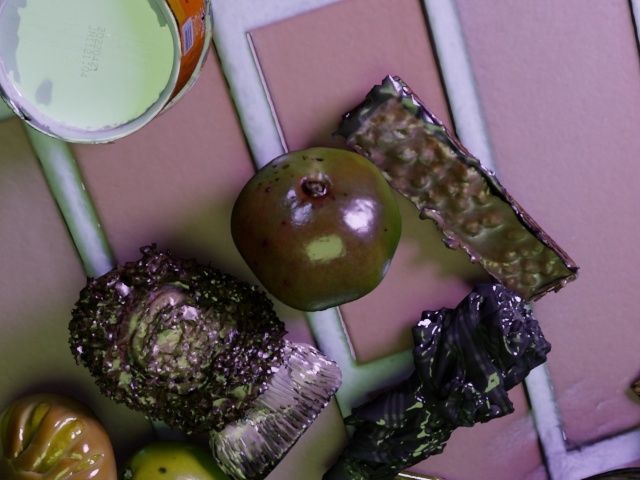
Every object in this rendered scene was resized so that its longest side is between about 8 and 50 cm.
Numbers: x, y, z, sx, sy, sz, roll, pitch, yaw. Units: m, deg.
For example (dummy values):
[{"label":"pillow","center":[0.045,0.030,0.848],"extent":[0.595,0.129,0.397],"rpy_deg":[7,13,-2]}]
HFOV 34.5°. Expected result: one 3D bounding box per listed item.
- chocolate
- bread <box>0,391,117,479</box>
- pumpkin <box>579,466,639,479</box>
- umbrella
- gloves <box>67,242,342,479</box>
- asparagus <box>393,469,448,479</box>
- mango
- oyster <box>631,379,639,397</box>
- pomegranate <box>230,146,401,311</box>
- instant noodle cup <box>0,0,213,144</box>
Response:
[{"label":"chocolate","center":[0.157,-0.054,1.151],"extent":[0.329,0.065,0.102],"rpy_deg":[42,119,-18]},{"label":"bread","center":[-0.315,0.278,1.147],"extent":[0.213,0.105,0.213],"rpy_deg":[-2,86,33]},{"label":"pumpkin","center":[0.381,0.483,1.166],"extent":[0.344,0.454,0.454],"rpy_deg":[-20,112,15]},{"label":"umbrella","center":[0.111,0.180,1.206],"extent":[0.336,0.154,0.128],"rpy_deg":[-38,143,27]},{"label":"gloves","center":[-0.135,0.131,1.142],"extent":[0.210,0.135,0.312],"rpy_deg":[-41,109,8]},{"label":"asparagus","center":[0.180,0.315,1.307],"extent":[0.248,0.025,0.024],"rpy_deg":[13,66,-11]},{"label":"mango","center":[-0.150,0.361,1.226],"extent":[0.175,0.143,0.293],"rpy_deg":[-22,119,7]},{"label":"oyster","center":[0.475,0.203,1.288],"extent":[0.105,0.056,0.177],"rpy_deg":[-43,105,1]},{"label":"pomegranate","center":[0.000,0.000,1.107],"extent":[0.180,0.180,0.209],"rpy_deg":[-17,150,0]},{"label":"instant noodle cup","center":[-0.217,-0.196,0.988],"extent":[0.230,0.182,0.230],"rpy_deg":[-2,111,-6]}]
